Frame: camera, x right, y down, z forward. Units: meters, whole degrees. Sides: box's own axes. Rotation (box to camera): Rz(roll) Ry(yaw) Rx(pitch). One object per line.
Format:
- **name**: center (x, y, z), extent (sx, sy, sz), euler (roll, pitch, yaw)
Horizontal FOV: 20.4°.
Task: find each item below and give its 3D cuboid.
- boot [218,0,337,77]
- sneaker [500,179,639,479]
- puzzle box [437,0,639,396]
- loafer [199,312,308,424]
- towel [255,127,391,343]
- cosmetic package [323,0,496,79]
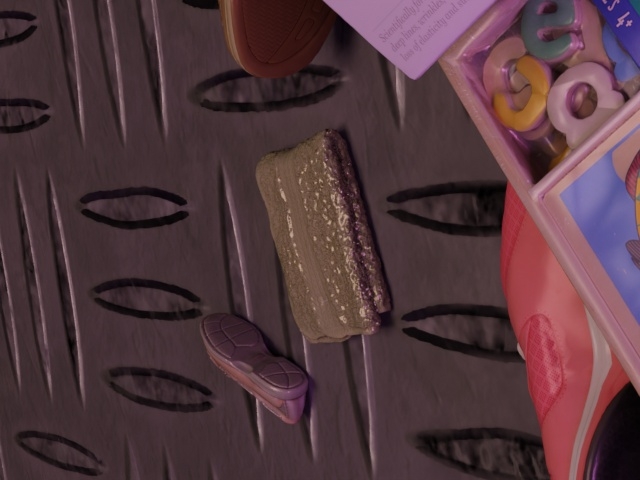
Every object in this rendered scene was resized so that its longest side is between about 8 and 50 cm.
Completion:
- **boot**: center (-0.070, -0.250, 1.233), extent (0.203, 0.095, 0.262), euler (17, 112, 55)
- **sneaker**: center (0.161, 0.059, 0.978), extent (0.136, 0.116, 0.314), euler (-176, 83, -68)
- **puzzle box**: center (0.243, -0.011, 0.758), extent (0.272, 0.052, 0.409), euler (-44, 60, 28)
- **loafer**: center (-0.055, 0.100, 1.376), extent (0.125, 0.045, 0.039), euler (36, 136, 44)
- **towel**: center (0.000, 0.000, 1.268), extent (0.110, 0.027, 0.148), euler (-18, 84, 58)
- **cosmetic package**: center (0.100, -0.189, 0.844), extent (0.085, 0.231, 0.117), euler (42, 147, -4)
